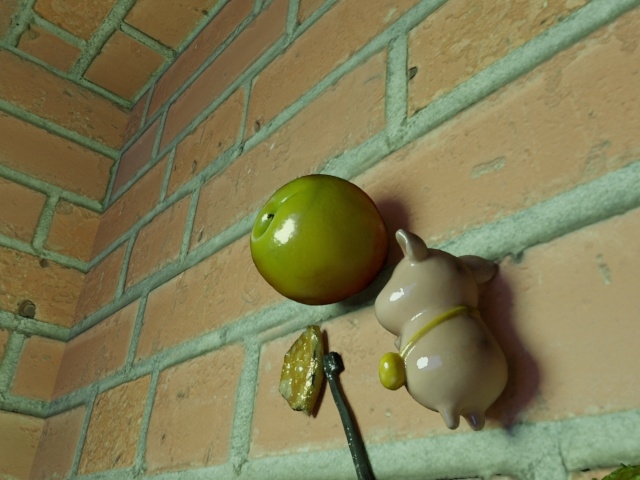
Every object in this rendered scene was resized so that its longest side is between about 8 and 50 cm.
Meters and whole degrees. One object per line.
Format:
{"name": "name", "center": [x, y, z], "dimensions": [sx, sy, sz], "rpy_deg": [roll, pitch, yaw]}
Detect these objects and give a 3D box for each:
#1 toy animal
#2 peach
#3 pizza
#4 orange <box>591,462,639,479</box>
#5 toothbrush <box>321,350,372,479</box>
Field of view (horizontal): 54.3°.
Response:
{"name": "toy animal", "center": [0.153, 0.124, 0.807], "dimensions": [0.149, 0.165, 0.248], "rpy_deg": [-31, 52, 35]}
{"name": "peach", "center": [0.000, 0.000, 1.054], "dimensions": [0.231, 0.231, 0.231], "rpy_deg": [-34, 44, 40]}
{"name": "pizza", "center": [-0.029, 0.233, 1.108], "dimensions": [0.099, 0.035, 0.160], "rpy_deg": [-23, 51, 47]}
{"name": "orange", "center": [0.259, 0.333, 0.455], "dimensions": [0.301, 0.223, 0.300], "rpy_deg": [-60, 17, 8]}
{"name": "toothbrush", "center": [0.047, 0.292, 0.967], "dimensions": [0.030, 0.030, 0.297], "rpy_deg": [-40, 39, 19]}
